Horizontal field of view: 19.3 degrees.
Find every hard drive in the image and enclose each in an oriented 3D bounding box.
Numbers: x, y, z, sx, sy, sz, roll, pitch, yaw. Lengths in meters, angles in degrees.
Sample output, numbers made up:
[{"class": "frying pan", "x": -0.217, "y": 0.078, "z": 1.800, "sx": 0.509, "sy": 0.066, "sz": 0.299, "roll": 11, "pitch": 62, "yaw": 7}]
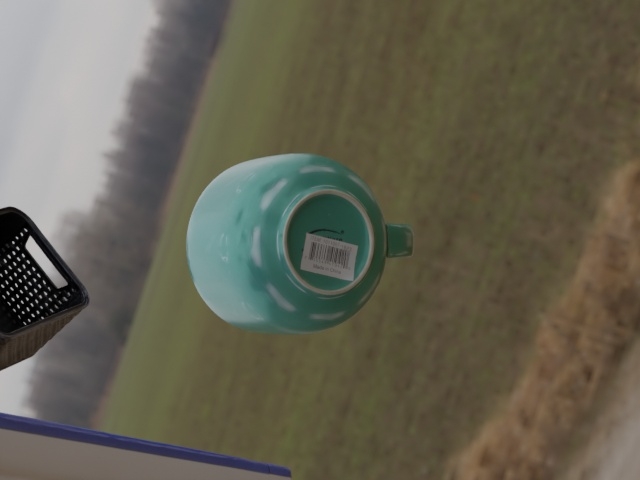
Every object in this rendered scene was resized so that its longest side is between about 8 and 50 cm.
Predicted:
[{"class": "hard drive", "x": -0.179, "y": 0.146, "z": 1.055, "sx": 0.318, "sy": 0.210, "sz": 0.040, "roll": 24, "pitch": -124, "yaw": -62}]

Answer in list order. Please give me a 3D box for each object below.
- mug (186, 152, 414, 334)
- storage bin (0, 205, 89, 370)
[{"class": "mug", "x": -0.007, "y": -0.005, "z": 1.344, "sx": 0.157, "sy": 0.129, "sz": 0.097, "roll": -38, "pitch": 16, "yaw": -24}, {"class": "storage bin", "x": -0.307, "y": 0.050, "z": 1.712, "sx": 0.084, "sy": 0.122, "sz": 0.180, "roll": -41, "pitch": -6, "yaw": 21}]
